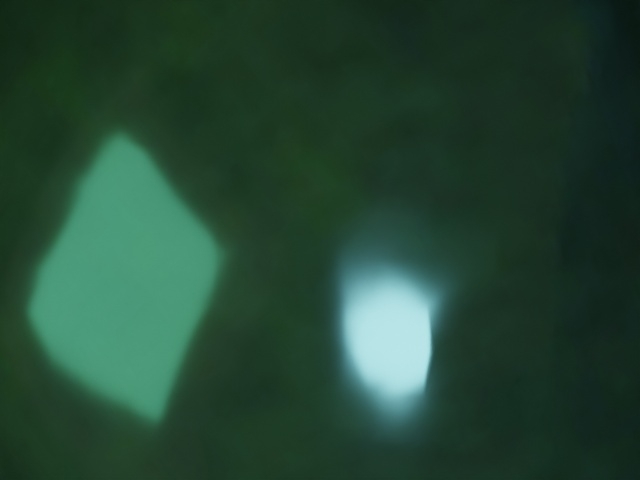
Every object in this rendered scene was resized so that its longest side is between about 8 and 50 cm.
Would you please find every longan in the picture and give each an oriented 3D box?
[{"bbox_3d":[0.000,0.000,0.458,0.300,0.243,0.300,-168,90,-74],"label":"longan"}]
